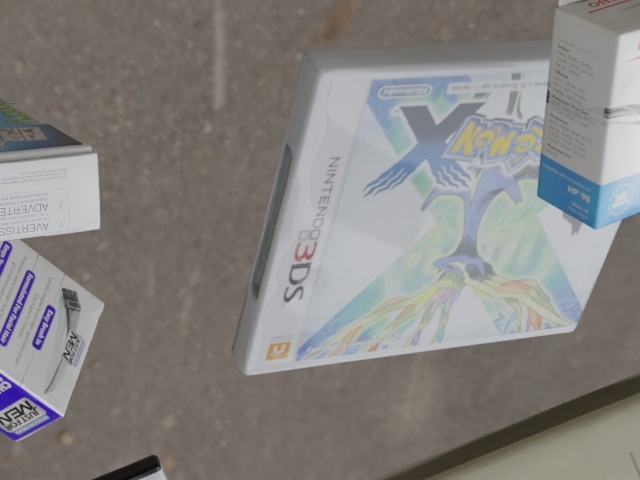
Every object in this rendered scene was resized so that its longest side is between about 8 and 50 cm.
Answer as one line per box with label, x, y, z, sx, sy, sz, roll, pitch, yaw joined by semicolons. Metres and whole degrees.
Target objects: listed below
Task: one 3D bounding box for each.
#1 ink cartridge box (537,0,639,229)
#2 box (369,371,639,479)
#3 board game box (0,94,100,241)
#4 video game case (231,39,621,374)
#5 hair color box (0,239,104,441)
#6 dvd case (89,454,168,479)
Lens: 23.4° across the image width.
ink cartridge box;0.207;-0.109;1.024;0.104;0.060;0.180;-20;127;-30
box;0.038;0.115;0.419;0.275;0.113;0.094;-21;176;4
board game box;-0.278;-0.053;0.960;0.193;0.305;0.053;-8;107;-26
video game case;0.109;-0.026;1.236;0.329;0.036;0.300;-6;132;-26
hair color box;-0.431;0.064;1.813;0.339;0.185;0.110;39;131;-24
dvd case;-0.180;0.311;1.288;0.180;0.022;0.253;-22;121;-7
